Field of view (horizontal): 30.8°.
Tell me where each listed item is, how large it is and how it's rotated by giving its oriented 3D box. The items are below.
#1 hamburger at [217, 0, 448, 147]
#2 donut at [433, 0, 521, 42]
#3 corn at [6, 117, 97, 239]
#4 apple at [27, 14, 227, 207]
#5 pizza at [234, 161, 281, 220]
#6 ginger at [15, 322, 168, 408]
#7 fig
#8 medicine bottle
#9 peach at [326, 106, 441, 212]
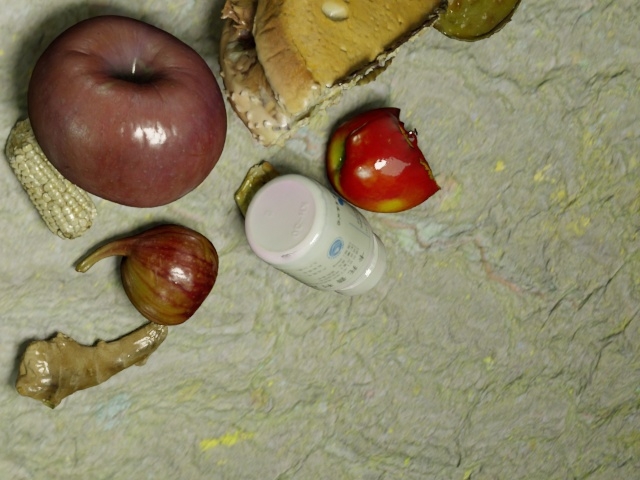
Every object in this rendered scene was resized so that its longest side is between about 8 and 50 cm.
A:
[{"bbox_3d":[-0.021,-0.348,1.861,0.287,0.268,0.445,52,45,-3],"label":"hamburger"},{"bbox_3d":[0.269,-0.501,2.106,0.272,0.107,0.272,-13,121,-22],"label":"donut"},{"bbox_3d":[-0.436,-0.091,1.854,0.087,0.087,0.211,-39,126,-11],"label":"corn"},{"bbox_3d":[-0.294,-0.191,1.778,0.305,0.306,0.235,-11,147,-29],"label":"apple"},{"bbox_3d":[-0.099,-0.069,2.115,0.099,0.036,0.160,-32,126,-16],"label":"pizza"},{"bbox_3d":[-0.399,0.201,2.029,0.294,0.086,0.131,-21,114,-33],"label":"ginger"},{"bbox_3d":[-0.282,0.039,1.982,0.207,0.175,0.175,37,90,-19],"label":"fig"},{"bbox_3d":[0.000,0.000,2.098,0.170,0.170,0.293,-54,149,1],"label":"medicine bottle"},{"bbox_3d":[0.128,-0.146,2.129,0.226,0.190,0.196,2,97,-28],"label":"peach"}]
